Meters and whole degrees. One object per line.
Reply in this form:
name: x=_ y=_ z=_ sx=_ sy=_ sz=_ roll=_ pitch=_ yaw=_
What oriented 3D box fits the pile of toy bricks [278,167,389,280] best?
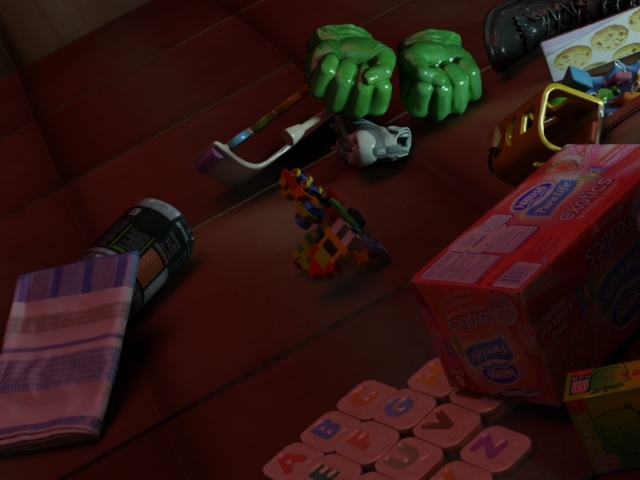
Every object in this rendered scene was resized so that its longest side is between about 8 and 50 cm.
pile of toy bricks: x=0.000 y=0.000 z=1.828 sx=0.105 sy=0.118 sz=0.212 roll=-51 pitch=41 yaw=11

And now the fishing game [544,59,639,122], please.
fishing game: x=0.430 y=-0.221 z=1.892 sx=0.264 sy=0.041 sz=0.189 roll=-10 pitch=27 yaw=31

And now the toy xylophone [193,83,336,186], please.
toy xylophone: x=-0.043 y=-0.201 z=2.172 sx=0.322 sy=0.081 sz=0.236 roll=-40 pitch=5 yaw=-34

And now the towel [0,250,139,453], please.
towel: x=-0.351 y=0.148 z=1.808 sx=0.209 sy=0.034 sz=0.285 roll=-11 pitch=52 yaw=27

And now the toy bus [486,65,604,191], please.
toy bus: x=0.255 y=-0.112 z=1.647 sx=0.191 sy=0.104 sz=0.202 roll=-109 pitch=40 yaw=-64

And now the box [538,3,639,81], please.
box: x=0.481 y=-0.316 z=1.979 sx=0.324 sy=0.067 sz=0.063 roll=-18 pitch=8 yaw=14

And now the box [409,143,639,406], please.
box: x=0.256 y=0.027 z=1.437 sx=0.154 sy=0.142 sz=0.300 roll=5 pitch=34 yaw=47

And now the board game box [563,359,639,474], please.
board game box: x=0.321 y=0.150 z=1.223 sx=0.181 sy=0.092 sz=0.043 roll=-14 pitch=27 yaw=24

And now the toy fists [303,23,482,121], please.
toy fists: x=0.113 y=-0.255 z=2.070 sx=0.279 sy=0.096 sz=0.142 roll=1 pitch=56 yaw=-16

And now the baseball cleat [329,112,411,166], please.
baseball cleat: x=0.079 y=-0.151 z=2.075 sx=0.109 sy=0.072 sz=0.206 roll=-5 pitch=20 yaw=-8

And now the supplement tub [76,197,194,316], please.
supplement tub: x=-0.279 y=0.034 z=1.979 sx=0.117 sy=0.117 sz=0.190 roll=-4 pitch=33 yaw=39

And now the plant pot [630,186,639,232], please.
plant pot: x=0.443 y=-0.070 z=1.292 sx=0.247 sy=0.248 sz=0.252 roll=-62 pitch=0 yaw=6

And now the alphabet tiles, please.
alphabet tiles: x=0.072 y=0.222 z=1.404 sx=0.284 sy=0.021 sz=0.278 roll=-39 pitch=28 yaw=-24

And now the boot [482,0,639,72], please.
boot: x=0.395 y=-0.358 z=2.125 sx=0.229 sy=0.091 sz=0.263 roll=-4 pitch=31 yaw=40

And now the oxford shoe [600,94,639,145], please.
oxford shoe: x=0.463 y=-0.100 z=1.525 sx=0.397 sy=0.140 sz=0.146 roll=-15 pitch=46 yaw=41
